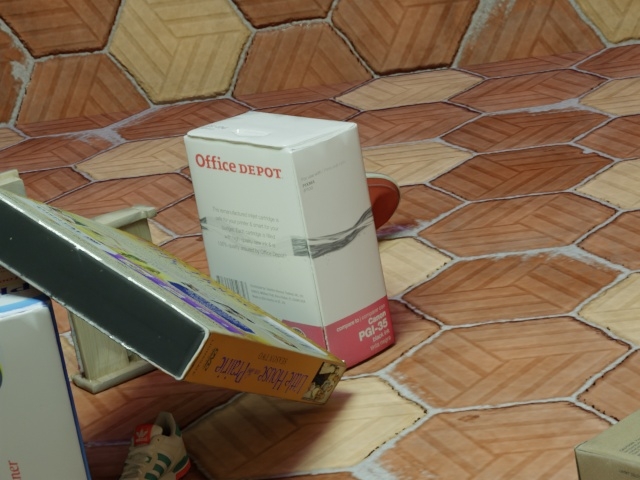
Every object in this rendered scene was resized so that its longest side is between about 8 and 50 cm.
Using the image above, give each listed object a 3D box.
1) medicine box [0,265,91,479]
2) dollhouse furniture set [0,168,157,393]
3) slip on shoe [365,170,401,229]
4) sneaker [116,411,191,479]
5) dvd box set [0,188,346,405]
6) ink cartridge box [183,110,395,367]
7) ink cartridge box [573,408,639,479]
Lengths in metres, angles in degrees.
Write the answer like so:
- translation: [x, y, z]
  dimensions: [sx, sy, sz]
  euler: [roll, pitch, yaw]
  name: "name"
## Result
- translation: [-0.345, 0.162, 1.907]
  dimensions: [0.149, 0.263, 0.289]
  euler: [-15, 19, -16]
  name: "medicine box"
- translation: [-0.319, 0.020, 2.273]
  dimensions: [0.355, 0.303, 0.174]
  euler: [-20, 19, -31]
  name: "dollhouse furniture set"
- translation: [0.000, 0.000, 2.505]
  dimensions: [0.101, 0.123, 0.331]
  euler: [32, 39, 31]
  name: "slip on shoe"
- translation: [-0.188, 0.232, 1.915]
  dimensions: [0.057, 0.075, 0.161]
  euler: [-1, 19, 25]
  name: "sneaker"
- translation: [-0.169, 0.062, 1.940]
  dimensions: [0.307, 0.062, 0.420]
  euler: [31, 3, 19]
  name: "dvd box set"
- translation: [-0.037, -0.003, 2.220]
  dimensions: [0.117, 0.283, 0.207]
  euler: [-24, 23, -37]
  name: "ink cartridge box"
- translation: [0.381, 0.199, 1.693]
  dimensions: [0.235, 0.088, 0.193]
  euler: [-24, 21, -37]
  name: "ink cartridge box"
